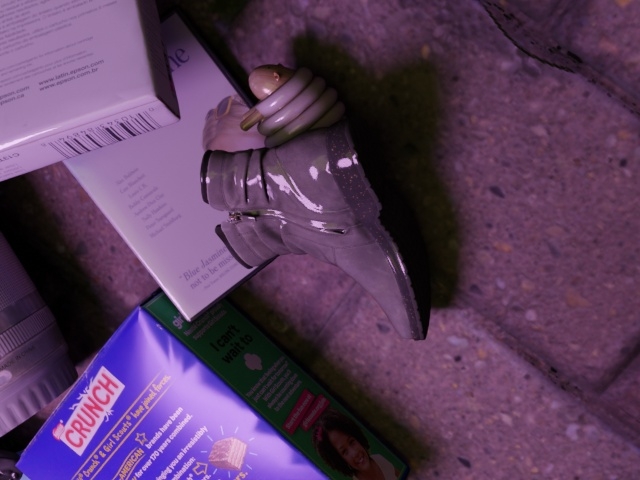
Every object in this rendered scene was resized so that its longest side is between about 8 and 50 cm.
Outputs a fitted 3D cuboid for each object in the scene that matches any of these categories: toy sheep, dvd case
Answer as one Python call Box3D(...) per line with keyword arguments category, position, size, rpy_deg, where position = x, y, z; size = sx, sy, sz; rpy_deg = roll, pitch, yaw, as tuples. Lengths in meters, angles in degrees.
Box3D(category="toy sheep", position=(-0.017, -0.108, 0.908), size=(0.091, 0.091, 0.132), rpy_deg=(-34, 108, 25))
Box3D(category="dvd case", position=(-0.131, -0.073, 0.949), size=(0.180, 0.022, 0.253), rpy_deg=(-38, 92, -2))

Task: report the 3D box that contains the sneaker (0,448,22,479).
Box3D(category="sneaker", position=(-0.437, 0.245, 1.154), size=(0.234, 0.106, 0.078), rpy_deg=(-12, 145, 28))

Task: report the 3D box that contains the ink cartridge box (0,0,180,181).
Box3D(category="ink cartridge box", position=(-0.316, -0.213, 0.915), size=(0.324, 0.071, 0.330), rpy_deg=(-17, 70, 9))

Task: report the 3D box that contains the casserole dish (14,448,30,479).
Box3D(category="casserole dish", position=(-0.350, 0.305, 1.182), size=(0.188, 0.037, 0.114), rpy_deg=(-26, 97, 24))

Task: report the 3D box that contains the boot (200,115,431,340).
Box3D(category="boot", position=(0.000, 0.000, 0.910), size=(0.161, 0.083, 0.246), rpy_deg=(-13, 124, 21))

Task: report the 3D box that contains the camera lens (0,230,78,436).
Box3D(category="camera lens", position=(-0.409, 0.080, 1.027), size=(0.219, 0.219, 0.274), rpy_deg=(-28, 97, 24))

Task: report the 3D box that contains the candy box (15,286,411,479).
Box3D(category="candy box", position=(-0.116, 0.235, 1.032), size=(0.317, 0.122, 0.268), rpy_deg=(42, 116, 1))
